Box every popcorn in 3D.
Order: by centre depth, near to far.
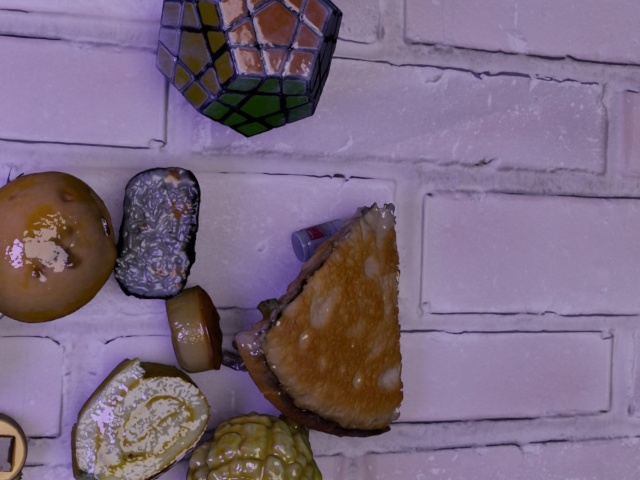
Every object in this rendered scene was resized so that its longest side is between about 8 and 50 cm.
[{"bbox_3d":[-0.112,0.414,1.841,0.224,0.258,0.270,25,78,9],"label":"popcorn"}]

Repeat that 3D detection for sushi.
[{"bbox_3d":[-0.268,-0.014,1.808,0.136,0.126,0.225,10,79,-14],"label":"sushi"}]

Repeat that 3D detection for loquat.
[{"bbox_3d":[-0.434,0.012,1.684,0.244,0.244,0.243,-1,92,-21],"label":"loquat"}]

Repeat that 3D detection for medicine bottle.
[{"bbox_3d":[0.000,0.000,1.966,0.091,0.058,0.058,-17,98,-20],"label":"medicine bottle"}]

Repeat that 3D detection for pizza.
[{"bbox_3d":[0.004,0.170,1.862,0.392,0.080,0.434,-16,106,-49],"label":"pizza"}]

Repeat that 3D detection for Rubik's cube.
[{"bbox_3d":[-0.115,-0.331,1.799,0.319,0.319,0.264,38,104,-18],"label":"Rubik's cube"}]

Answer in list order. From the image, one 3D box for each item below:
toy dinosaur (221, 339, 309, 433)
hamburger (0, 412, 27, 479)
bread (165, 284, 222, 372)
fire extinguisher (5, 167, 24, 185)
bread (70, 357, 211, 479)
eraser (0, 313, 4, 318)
[{"bbox_3d":[-0.044,0.239,1.962,0.200,0.072,0.251,-44,114,-7],"label":"toy dinosaur"},{"bbox_3d":[-0.534,0.347,1.759,0.127,0.081,0.141,-9,83,-23],"label":"hamburger"},{"bbox_3d":[-0.211,0.157,1.858,0.086,0.125,0.156,-12,101,-3],"label":"bread"},{"bbox_3d":[-0.452,-0.055,1.797,0.158,0.043,0.064,31,99,-19],"label":"fire extinguisher"},{"bbox_3d":[-0.315,0.312,1.824,0.257,0.124,0.186,-46,100,-13],"label":"bread"},{"bbox_3d":[-0.626,-0.006,1.721,0.089,0.061,0.352,-42,106,-15],"label":"eraser"}]
